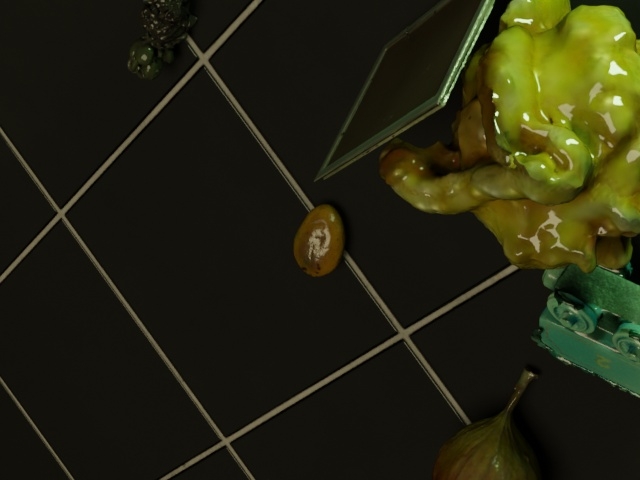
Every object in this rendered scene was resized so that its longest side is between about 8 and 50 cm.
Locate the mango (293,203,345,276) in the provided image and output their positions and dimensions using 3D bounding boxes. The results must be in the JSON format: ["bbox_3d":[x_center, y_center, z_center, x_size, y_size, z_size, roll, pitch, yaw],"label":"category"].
[{"bbox_3d":[0.000,0.000,1.627,0.079,0.057,0.114,28,120,28],"label":"mango"}]

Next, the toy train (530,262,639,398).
[{"bbox_3d":[0.359,0.099,1.339,0.203,0.112,0.163,28,157,27],"label":"toy train"}]

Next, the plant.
[{"bbox_3d":[-0.235,-0.305,1.632,0.174,0.087,0.085,-61,43,35],"label":"plant"}]

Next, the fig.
[{"bbox_3d":[0.250,0.294,1.563,0.160,0.231,0.143,18,166,31],"label":"fig"}]

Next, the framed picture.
[{"bbox_3d":[0.107,-0.192,1.286,0.019,0.232,0.296,34,155,-15],"label":"framed picture"}]

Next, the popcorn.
[{"bbox_3d":[0.259,-0.115,1.232,0.290,0.321,0.326,36,166,9],"label":"popcorn"}]
